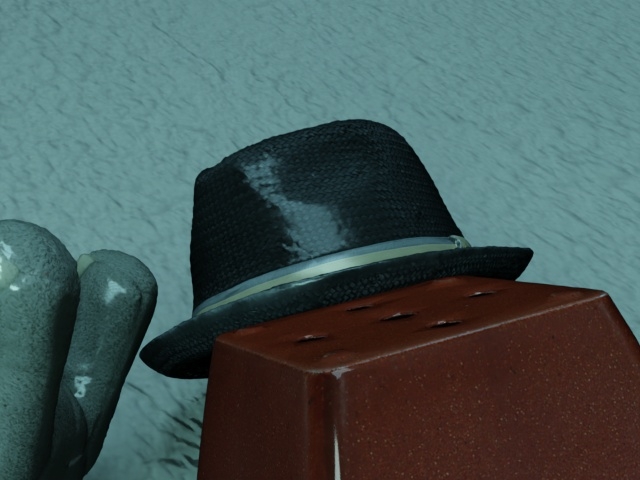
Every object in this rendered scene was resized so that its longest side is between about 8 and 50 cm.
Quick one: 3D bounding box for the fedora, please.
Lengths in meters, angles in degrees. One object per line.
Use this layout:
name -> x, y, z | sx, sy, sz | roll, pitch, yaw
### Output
fedora -> 0.000, 0.000, 0.928 | 0.334, 0.334, 0.153 | -12, 78, -21

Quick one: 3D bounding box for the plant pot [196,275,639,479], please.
plant pot -> 0.066, 0.155, 0.690 | 0.267, 0.236, 0.267 | -13, 7, -21

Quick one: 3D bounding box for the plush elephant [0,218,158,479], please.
plush elephant -> -0.279, 0.118, 0.738 | 0.255, 0.330, 0.272 | 17, 4, 6
